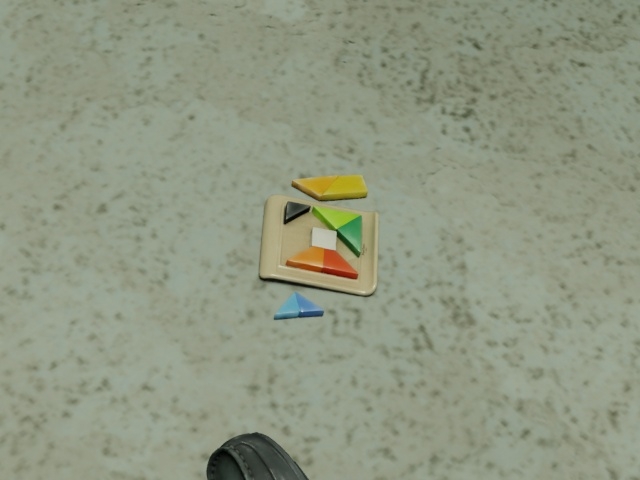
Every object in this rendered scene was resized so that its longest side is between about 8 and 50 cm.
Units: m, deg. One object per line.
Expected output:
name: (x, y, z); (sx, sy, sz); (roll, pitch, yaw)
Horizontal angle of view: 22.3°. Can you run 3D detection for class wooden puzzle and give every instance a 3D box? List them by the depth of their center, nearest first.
wooden puzzle: (0.000, 0.000, 1.008); (0.078, 0.014, 0.116); (3, 50, -10)

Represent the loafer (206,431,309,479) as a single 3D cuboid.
loafer: (-0.024, 0.195, 0.797); (0.078, 0.076, 0.223); (-2, 54, -24)
